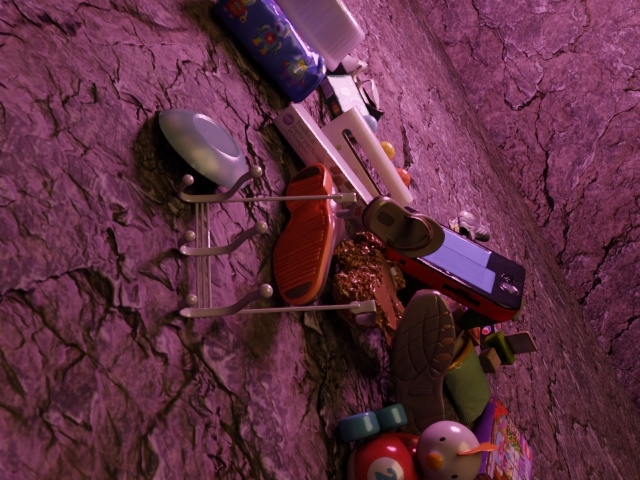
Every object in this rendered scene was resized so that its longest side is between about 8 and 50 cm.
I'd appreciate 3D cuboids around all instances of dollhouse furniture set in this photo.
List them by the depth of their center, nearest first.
[{"bbox_3d":[0.440,0.299,1.521,0.301,0.151,0.197,-37,101,-49],"label":"dollhouse furniture set"}]

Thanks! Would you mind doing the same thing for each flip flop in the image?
[{"bbox_3d":[0.198,-0.020,1.323,0.277,0.112,0.080,27,6,-47],"label":"flip flop"}]

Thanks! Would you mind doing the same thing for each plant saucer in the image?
[{"bbox_3d":[-0.194,-0.174,1.051,0.195,0.037,0.195,39,23,-20],"label":"plant saucer"}]

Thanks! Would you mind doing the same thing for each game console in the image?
[{"bbox_3d":[0.348,0.045,1.554,0.386,0.060,0.342,30,30,11],"label":"game console"}]

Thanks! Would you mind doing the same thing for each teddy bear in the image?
[{"bbox_3d":[0.103,0.097,1.296,0.245,0.113,0.338,53,23,-27],"label":"teddy bear"}]

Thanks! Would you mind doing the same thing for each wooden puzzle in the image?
[{"bbox_3d":[0.160,0.226,1.353,0.083,0.006,0.049,19,51,-51],"label":"wooden puzzle"}]

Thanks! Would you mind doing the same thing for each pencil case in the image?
[{"bbox_3d":[-0.109,-0.472,1.391,0.306,0.133,0.119,46,10,-27],"label":"pencil case"}]

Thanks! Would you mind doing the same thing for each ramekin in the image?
[{"bbox_3d":[-0.001,-0.608,1.599,0.277,0.135,0.277,48,17,-20],"label":"ramekin"}]

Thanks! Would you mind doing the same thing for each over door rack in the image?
[{"bbox_3d":[-0.064,0.005,0.960,0.324,0.108,0.239,4,58,-19],"label":"over door rack"}]

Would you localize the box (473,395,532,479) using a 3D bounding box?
[{"bbox_3d":[0.452,0.557,1.481,0.201,0.057,0.293,58,30,-9],"label":"box"}]

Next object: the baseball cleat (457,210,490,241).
[{"bbox_3d":[0.535,-0.021,2.099,0.206,0.072,0.109,34,57,-38],"label":"baseball cleat"}]

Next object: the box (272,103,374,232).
[{"bbox_3d":[0.020,-0.165,1.350,0.324,0.063,0.067,52,22,1],"label":"box"}]

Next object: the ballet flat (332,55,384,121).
[{"bbox_3d":[0.108,-0.470,1.759,0.280,0.096,0.095,62,32,1],"label":"ballet flat"}]

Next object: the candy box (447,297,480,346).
[{"bbox_3d":[0.412,0.210,1.714,0.109,0.053,0.187,49,31,-21],"label":"candy box"}]

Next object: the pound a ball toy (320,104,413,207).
[{"bbox_3d":[0.134,-0.170,1.455,0.319,0.135,0.208,57,11,-8],"label":"pound a ball toy"}]

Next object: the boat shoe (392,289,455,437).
[{"bbox_3d":[0.197,0.245,1.204,0.116,0.123,0.324,-90,-175,-73],"label":"boat shoe"}]

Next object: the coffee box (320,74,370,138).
[{"bbox_3d":[0.076,-0.376,1.666,0.113,0.040,0.184,-18,81,-46],"label":"coffee box"}]

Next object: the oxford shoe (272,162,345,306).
[{"bbox_3d":[0.000,0.000,1.177,0.133,0.130,0.364,50,32,-34],"label":"oxford shoe"}]

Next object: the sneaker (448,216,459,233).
[{"bbox_3d":[0.456,-0.044,2.021,0.035,0.031,0.083,53,32,-42],"label":"sneaker"}]

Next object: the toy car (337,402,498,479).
[{"bbox_3d":[0.187,0.383,1.032,0.210,0.238,0.219,10,57,-54],"label":"toy car"}]

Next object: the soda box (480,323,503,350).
[{"bbox_3d":[0.523,0.267,1.831,0.053,0.060,0.169,43,35,-27],"label":"soda box"}]
